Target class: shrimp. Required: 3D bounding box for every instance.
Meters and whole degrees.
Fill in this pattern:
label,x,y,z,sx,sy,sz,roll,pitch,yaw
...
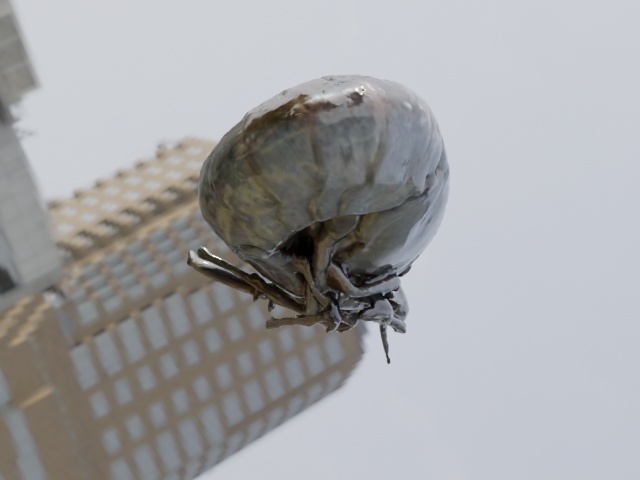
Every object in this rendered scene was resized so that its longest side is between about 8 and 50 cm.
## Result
label,x,y,z,sx,sy,sz,roll,pitch,yaw
shrimp,0.008,0.001,0.882,0.116,0.145,0.343,50,-6,19
